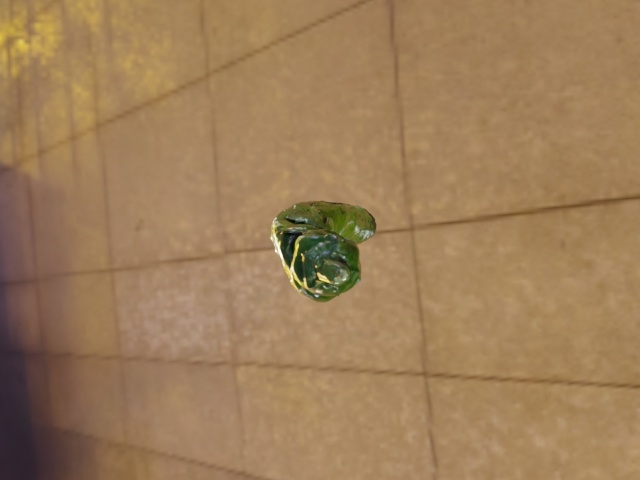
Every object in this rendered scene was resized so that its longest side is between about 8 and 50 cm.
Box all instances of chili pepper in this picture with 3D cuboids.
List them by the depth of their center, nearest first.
[{"bbox_3d":[0.000,0.000,0.360,0.022,0.027,0.083,-47,4,11],"label":"chili pepper"}]
